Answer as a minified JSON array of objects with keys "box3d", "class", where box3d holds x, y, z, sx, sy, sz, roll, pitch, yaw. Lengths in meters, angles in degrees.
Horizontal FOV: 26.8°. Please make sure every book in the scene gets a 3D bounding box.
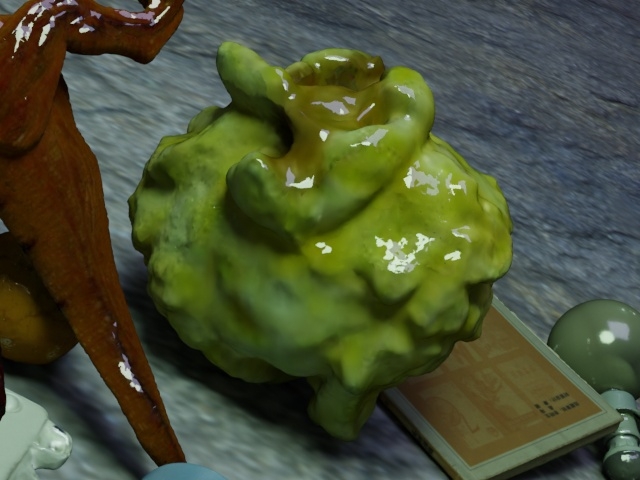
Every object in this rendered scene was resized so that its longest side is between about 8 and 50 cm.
[{"box3d":[0.092,0.081,1.017,0.170,0.018,0.241,-13,46,-38],"class":"book"}]

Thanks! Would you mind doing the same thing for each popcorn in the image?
[{"box3d":[0.000,0.000,0.869,0.256,0.255,0.195,7,15,21],"class":"popcorn"}]

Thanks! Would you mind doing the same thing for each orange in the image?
[{"box3d":[-0.173,0.033,0.795,0.083,0.070,0.083,23,38,-19],"class":"orange"}]

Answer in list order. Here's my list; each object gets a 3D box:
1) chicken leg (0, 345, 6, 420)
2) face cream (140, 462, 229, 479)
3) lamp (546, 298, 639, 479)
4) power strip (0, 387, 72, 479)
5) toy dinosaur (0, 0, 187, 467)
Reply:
[{"box3d":[-0.224,0.128,0.497,0.177,0.083,0.322,30,45,19],"class":"chicken leg"},{"box3d":[-0.105,0.182,0.572,0.077,0.077,0.250,33,26,7],"class":"face cream"},{"box3d":[0.230,0.122,1.059,0.091,0.091,0.163,20,40,-19],"class":"lamp"},{"box3d":[-0.267,0.066,0.646,0.338,0.058,0.098,27,24,-4],"class":"power strip"},{"box3d":[-0.157,-0.080,0.737,0.432,0.097,0.208,44,62,-13],"class":"toy dinosaur"}]
